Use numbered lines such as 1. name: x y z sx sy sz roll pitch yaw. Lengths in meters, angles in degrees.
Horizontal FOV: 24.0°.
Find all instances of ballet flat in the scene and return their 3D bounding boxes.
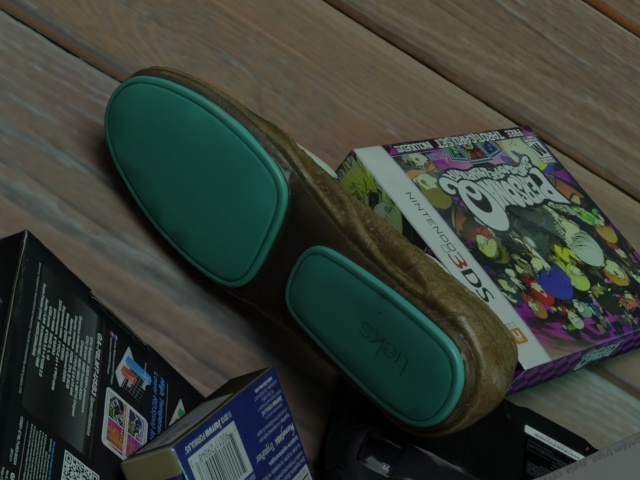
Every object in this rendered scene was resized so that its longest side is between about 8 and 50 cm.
1. ballet flat: 0.000 0.000 1.007 0.342 0.116 0.124 38 24 25

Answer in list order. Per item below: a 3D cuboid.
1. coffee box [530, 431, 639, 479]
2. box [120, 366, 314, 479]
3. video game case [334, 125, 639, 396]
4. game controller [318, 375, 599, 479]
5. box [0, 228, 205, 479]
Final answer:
1. coffee box: 0.222 0.290 0.668 0.337 0.338 0.334 35 34 -47
2. box: -0.020 0.189 0.756 0.225 0.036 0.136 68 21 -4
3. video game case: 0.146 0.007 1.138 0.232 0.042 0.210 -10 57 -47
4. game controller: 0.147 0.185 1.009 0.319 0.067 0.166 30 29 -9
5. box: -0.095 0.194 0.714 0.293 0.073 0.295 51 29 -43
